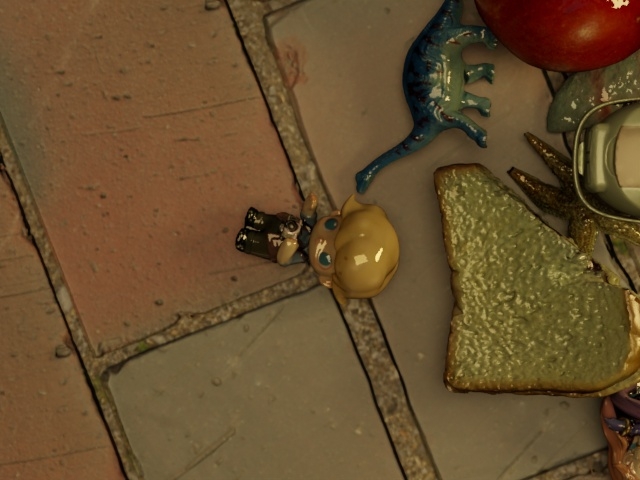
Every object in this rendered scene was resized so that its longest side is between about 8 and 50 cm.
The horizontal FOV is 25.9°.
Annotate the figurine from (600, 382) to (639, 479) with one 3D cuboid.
[{"bbox_3d":[0.381,0.229,1.658,0.114,0.126,0.157,39,132,34],"label":"figurine"}]

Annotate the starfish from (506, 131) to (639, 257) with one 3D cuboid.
[{"bbox_3d":[0.327,-0.051,1.676,0.223,0.050,0.217,33,98,9],"label":"starfish"}]

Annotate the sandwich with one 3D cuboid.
[{"bbox_3d":[0.262,0.042,1.636,0.254,0.099,0.289,-6,88,26],"label":"sandwich"}]

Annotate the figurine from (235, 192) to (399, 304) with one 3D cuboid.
[{"bbox_3d":[0.000,0.000,1.679,0.196,0.108,0.114,17,53,10],"label":"figurine"}]

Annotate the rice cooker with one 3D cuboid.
[{"bbox_3d":[0.388,-0.089,1.583,0.206,0.127,0.145,2,89,5],"label":"rice cooker"}]

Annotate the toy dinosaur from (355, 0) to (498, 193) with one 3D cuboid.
[{"bbox_3d":[0.156,-0.194,1.689,0.144,0.076,0.329,19,96,10],"label":"toy dinosaur"}]

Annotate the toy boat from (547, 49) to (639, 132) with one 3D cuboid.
[{"bbox_3d":[0.412,-0.192,1.681,0.282,0.096,0.206,-5,92,15],"label":"toy boat"}]

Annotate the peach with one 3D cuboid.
[{"bbox_3d":[0.282,-0.306,1.608,0.243,0.243,0.200,24,127,3],"label":"peach"}]
